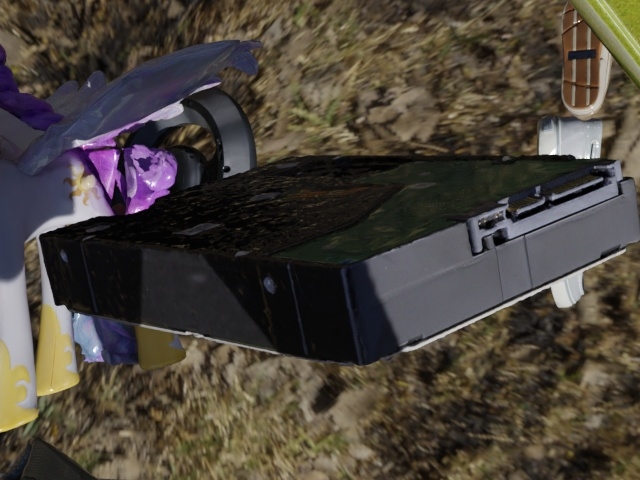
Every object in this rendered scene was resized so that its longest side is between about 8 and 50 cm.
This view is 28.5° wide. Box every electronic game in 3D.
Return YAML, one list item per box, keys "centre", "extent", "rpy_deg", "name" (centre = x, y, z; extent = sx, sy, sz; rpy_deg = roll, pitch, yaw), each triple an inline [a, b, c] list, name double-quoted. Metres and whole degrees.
- centre: [-0.152, -0.058, 1.361]
  extent: [0.048, 0.229, 0.229]
  rpy_deg: [14, 90, -45]
  name: "electronic game"

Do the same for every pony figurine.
- centre: [-0.237, -0.050, 1.106]
  extent: [0.351, 0.303, 0.363]
  rpy_deg: [-18, 96, -51]
  name: "pony figurine"

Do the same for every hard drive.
- centre: [0.000, 0.000, 0.817]
  extent: [0.237, 0.339, 0.064]
  rpy_deg: [-21, 105, -37]
  name: "hard drive"

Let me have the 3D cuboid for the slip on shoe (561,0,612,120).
- centre: [0.249, -0.176, 1.160]
  extent: [0.051, 0.041, 0.135]
  rpy_deg: [0, 76, 23]
  name: "slip on shoe"

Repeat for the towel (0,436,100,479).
- centre: [0.021, 0.200, 0.296]
  extent: [0.324, 0.312, 0.056]
  rpy_deg: [42, 94, -11]
  name: "towel"

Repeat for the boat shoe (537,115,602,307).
- centre: [0.272, -0.026, 1.320]
  extent: [0.081, 0.079, 0.227]
  rpy_deg: [-4, 122, 11]
  name: "boat shoe"

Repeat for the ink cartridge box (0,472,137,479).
- centre: [-0.130, 0.230, 0.577]
  extent: [0.172, 0.100, 0.237]
  rpy_deg: [3, 113, 0]
  name: "ink cartridge box"

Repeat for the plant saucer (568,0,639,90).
- centre: [0.257, -0.164, 0.817]
  extent: [0.188, 0.188, 0.045]
  rpy_deg: [40, 43, -36]
  name: "plant saucer"
